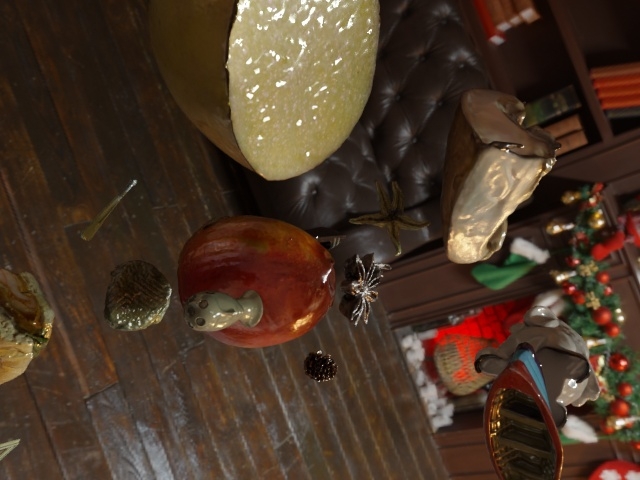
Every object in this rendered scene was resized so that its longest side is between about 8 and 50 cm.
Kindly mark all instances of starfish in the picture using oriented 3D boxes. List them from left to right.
[{"bbox_3d":[0.179,-0.060,1.476,0.216,0.050,0.223,2,62,-15],"label":"starfish"}]

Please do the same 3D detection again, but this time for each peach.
[{"bbox_3d":[-0.141,0.094,1.315,0.373,0.372,0.290,53,11,-19],"label":"peach"}]

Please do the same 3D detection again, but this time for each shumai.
[{"bbox_3d":[-0.478,0.140,1.448,0.184,0.142,0.184,3,84,-35],"label":"shumai"}]

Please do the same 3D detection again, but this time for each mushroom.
[{"bbox_3d":[0.388,-0.150,1.434,0.224,0.397,0.314,2,41,-14],"label":"mushroom"}]

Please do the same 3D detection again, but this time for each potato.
[{"bbox_3d":[-0.122,-0.365,1.013,0.385,0.319,0.442,-45,150,-27],"label":"potato"}]

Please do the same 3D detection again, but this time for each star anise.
[{"bbox_3d":[0.113,0.127,1.569,0.262,0.081,0.230,-48,131,-47],"label":"star anise"}]

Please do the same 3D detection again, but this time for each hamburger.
[{"bbox_3d":[-0.529,0.162,0.883,0.155,0.207,0.135,55,21,22],"label":"hamburger"}]

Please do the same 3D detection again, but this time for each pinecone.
[{"bbox_3d":[0.006,0.404,1.795,0.102,0.109,0.102,-21,117,-50],"label":"pinecone"}]

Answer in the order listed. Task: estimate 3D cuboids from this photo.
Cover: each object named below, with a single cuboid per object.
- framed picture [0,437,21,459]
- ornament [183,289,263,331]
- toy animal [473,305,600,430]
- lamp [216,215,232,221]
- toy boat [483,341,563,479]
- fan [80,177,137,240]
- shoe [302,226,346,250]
[{"bbox_3d":[-0.830,0.558,1.288,0.252,0.197,0.014,-42,83,-10],"label":"framed picture"},{"bbox_3d":[-0.173,0.125,1.011,0.156,0.081,0.075,9,86,-56],"label":"ornament"},{"bbox_3d":[0.507,0.264,1.281,0.258,0.194,0.357,33,21,17],"label":"toy animal"},{"bbox_3d":[-0.283,-0.024,1.703,0.090,0.101,0.101,33,46,-60],"label":"lamp"},{"bbox_3d":[0.355,0.323,0.982,0.079,0.136,0.392,-50,136,-39],"label":"toy boat"},{"bbox_3d":[-0.505,-0.078,1.353,0.193,0.016,0.038,-58,165,-24],"label":"fan"},{"bbox_3d":[0.000,0.000,1.459,0.179,0.071,0.049,-9,118,-60],"label":"shoe"}]
